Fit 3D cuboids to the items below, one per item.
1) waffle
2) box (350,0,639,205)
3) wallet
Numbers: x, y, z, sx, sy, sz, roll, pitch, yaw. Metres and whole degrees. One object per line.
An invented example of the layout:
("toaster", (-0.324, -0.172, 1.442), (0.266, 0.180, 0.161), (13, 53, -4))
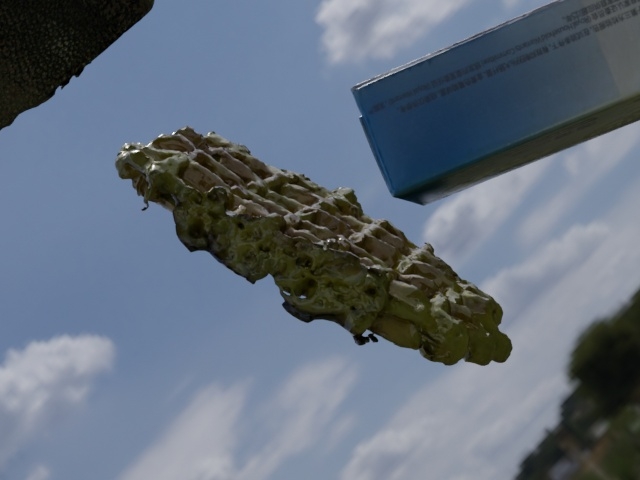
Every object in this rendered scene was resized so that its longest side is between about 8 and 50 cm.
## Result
("waffle", (-0.002, 0.003, 1.367), (0.307, 0.312, 0.060), (14, -72, -45))
("box", (0.127, -0.089, 1.051), (0.194, 0.073, 0.139), (-22, -6, 10))
("wallet", (-0.238, -0.163, 1.203), (0.262, 0.071, 0.221), (-43, -24, -15))
